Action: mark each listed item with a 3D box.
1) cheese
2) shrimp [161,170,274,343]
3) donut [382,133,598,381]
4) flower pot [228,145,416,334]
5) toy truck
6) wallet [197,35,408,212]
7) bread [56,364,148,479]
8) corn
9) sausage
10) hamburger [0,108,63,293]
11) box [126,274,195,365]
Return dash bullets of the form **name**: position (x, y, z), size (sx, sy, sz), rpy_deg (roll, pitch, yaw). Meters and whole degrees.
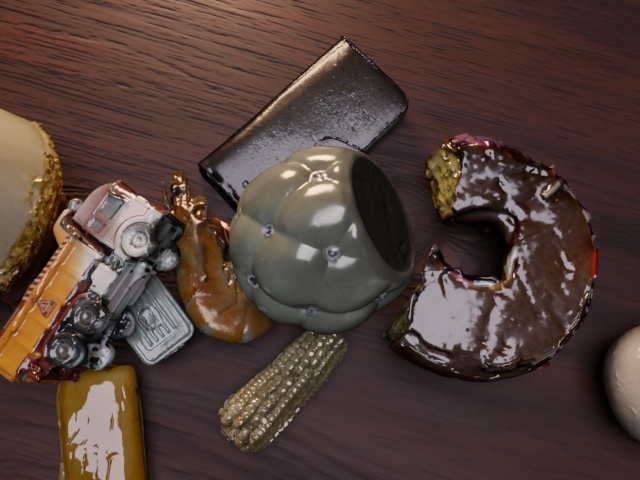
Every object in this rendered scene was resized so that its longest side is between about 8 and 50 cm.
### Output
- **cheese**: position (0.488, 0.200, 0.809), size (0.188, 0.154, 0.198), rpy_deg (-11, 79, 0)
- **shrimp**: position (-0.140, 0.012, 0.857), size (0.152, 0.063, 0.288), rpy_deg (-13, 67, -21)
- **donut**: position (0.249, 0.033, 0.845), size (0.259, 0.136, 0.346), rpy_deg (15, 78, -2)
- **flower pot**: position (0.000, 0.000, 0.775), size (0.195, 0.246, 0.246), rpy_deg (-23, 78, 26)
- **toy truck**: position (-0.294, 0.059, 0.757), size (0.135, 0.114, 0.271), rpy_deg (31, 82, 12)
- **wallet**: position (-0.021, -0.161, 0.917), size (0.318, 0.045, 0.172), rpy_deg (-43, 81, -9)
- **bread**: position (-0.296, 0.270, 0.799), size (0.115, 0.077, 0.201), rpy_deg (-6, 78, -12)
- **corn**: position (-0.049, 0.200, 0.823), size (0.211, 0.087, 0.087), rpy_deg (-42, 83, -17)
- **sausage**: position (-0.414, 0.008, 0.860), size (0.047, 0.040, 0.177), rpy_deg (33, 75, -41)
- **hamburger**: position (-0.467, -0.049, 0.779), size (0.294, 0.179, 0.276), rpy_deg (11, 75, 30)
- **box**: position (-0.232, 0.110, 0.835), size (0.084, 0.069, 0.122), rpy_deg (-37, 82, -8)
